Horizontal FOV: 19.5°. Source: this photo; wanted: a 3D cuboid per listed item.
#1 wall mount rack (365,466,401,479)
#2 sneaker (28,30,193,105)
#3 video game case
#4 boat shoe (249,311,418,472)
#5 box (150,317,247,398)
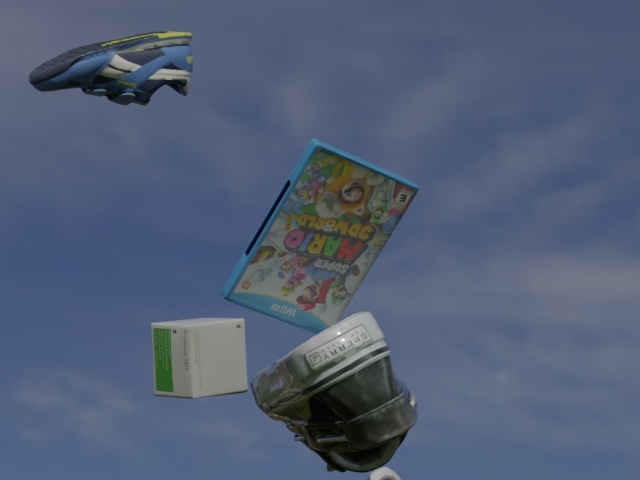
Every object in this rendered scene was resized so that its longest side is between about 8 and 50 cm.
[{"bbox_3d":[0.096,0.379,1.672,0.130,0.350,0.304,-8,-5,25],"label":"wall mount rack"},{"bbox_3d":[-0.171,-0.137,1.555,0.144,0.059,0.053,-13,15,-19],"label":"sneaker"},{"bbox_3d":[0.000,0.000,1.671,0.119,0.015,0.166,22,-72,-32],"label":"video game case"},{"bbox_3d":[0.015,0.146,1.597,0.121,0.119,0.335,-25,-6,-4],"label":"boat shoe"},{"bbox_3d":[-0.161,0.156,2.480,0.087,0.101,0.102,0,3,44],"label":"box"}]
